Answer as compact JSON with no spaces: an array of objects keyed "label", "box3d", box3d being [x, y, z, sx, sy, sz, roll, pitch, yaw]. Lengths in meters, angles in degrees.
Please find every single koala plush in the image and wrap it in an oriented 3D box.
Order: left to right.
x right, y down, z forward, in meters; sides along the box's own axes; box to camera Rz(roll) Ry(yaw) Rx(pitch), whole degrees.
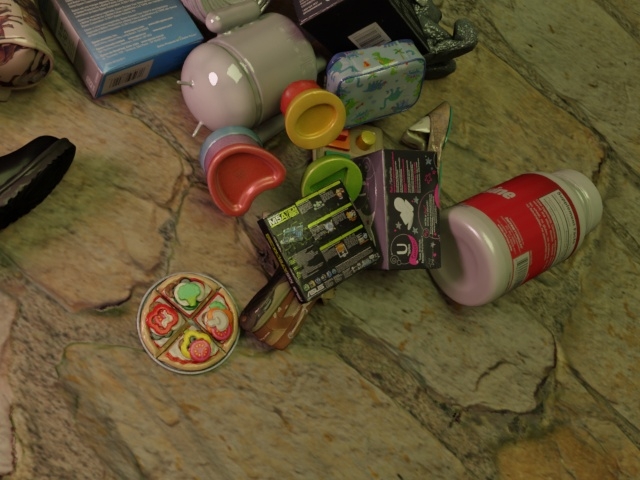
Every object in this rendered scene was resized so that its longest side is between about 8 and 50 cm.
[{"label":"koala plush","box3d":[0.245,-0.532,1.718,0.203,0.196,0.221,-14,81,-18]}]

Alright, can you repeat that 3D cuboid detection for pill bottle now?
[{"label":"pill bottle","box3d":[0.452,-0.024,1.588,0.407,0.229,0.229,-23,81,-29]}]

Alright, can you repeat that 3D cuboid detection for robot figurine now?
[{"label":"robot figurine","box3d":[-0.148,-0.351,1.462,0.353,0.199,0.300,-37,123,-30]}]

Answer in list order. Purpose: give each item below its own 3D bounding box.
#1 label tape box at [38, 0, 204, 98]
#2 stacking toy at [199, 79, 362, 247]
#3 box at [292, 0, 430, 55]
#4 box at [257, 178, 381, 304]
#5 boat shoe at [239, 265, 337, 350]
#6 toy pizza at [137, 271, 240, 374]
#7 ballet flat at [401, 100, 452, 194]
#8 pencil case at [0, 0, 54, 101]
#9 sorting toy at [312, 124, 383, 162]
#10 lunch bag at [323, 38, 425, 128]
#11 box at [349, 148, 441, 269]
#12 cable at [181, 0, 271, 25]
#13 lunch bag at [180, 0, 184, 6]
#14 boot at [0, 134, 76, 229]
[{"label":"label tape box","box3d":[-0.435,-0.490,1.420,0.240,0.106,0.334,-30,86,-32]},{"label":"stacking toy","box3d":[-0.076,-0.161,1.409,0.309,0.279,0.130,-31,40,1]},{"label":"box","box3d":[0.067,-0.569,1.525,0.343,0.178,0.313,21,51,-61]},{"label":"box","box3d":[0.000,0.000,1.346,0.190,0.045,0.184,-30,91,-26]},{"label":"boat shoe","box3d":[-0.029,0.085,1.409,0.120,0.122,0.324,44,66,-11]},{"label":"toy pizza","box3d":[-0.248,0.154,1.324,0.201,0.032,0.201,8,68,-21]},{"label":"ballet flat","box3d":[0.244,-0.213,1.643,0.106,0.107,0.316,17,63,-9]},{"label":"pencil case","box3d":[-0.643,-0.479,1.308,0.160,0.183,0.410,0,63,-58]},{"label":"sorting toy","box3d":[0.072,-0.202,1.581,0.196,0.047,0.348,10,65,-25]},{"label":"lunch bag","box3d":[0.116,-0.343,1.531,0.218,0.176,0.090,-18,58,-12]},{"label":"box","box3d":[0.149,-0.060,1.473,0.142,0.163,0.247,0,87,-28]},{"label":"cable","box3d":[-0.194,-0.579,1.469,0.089,0.257,0.257,34,71,33]},{"label":"lunch bag","box3d":[-0.276,-0.557,1.548,0.065,0.098,0.067,21,64,5]},{"label":"boot","box3d":[-0.636,-0.137,1.206,0.260,0.131,0.348,45,60,-3]}]
